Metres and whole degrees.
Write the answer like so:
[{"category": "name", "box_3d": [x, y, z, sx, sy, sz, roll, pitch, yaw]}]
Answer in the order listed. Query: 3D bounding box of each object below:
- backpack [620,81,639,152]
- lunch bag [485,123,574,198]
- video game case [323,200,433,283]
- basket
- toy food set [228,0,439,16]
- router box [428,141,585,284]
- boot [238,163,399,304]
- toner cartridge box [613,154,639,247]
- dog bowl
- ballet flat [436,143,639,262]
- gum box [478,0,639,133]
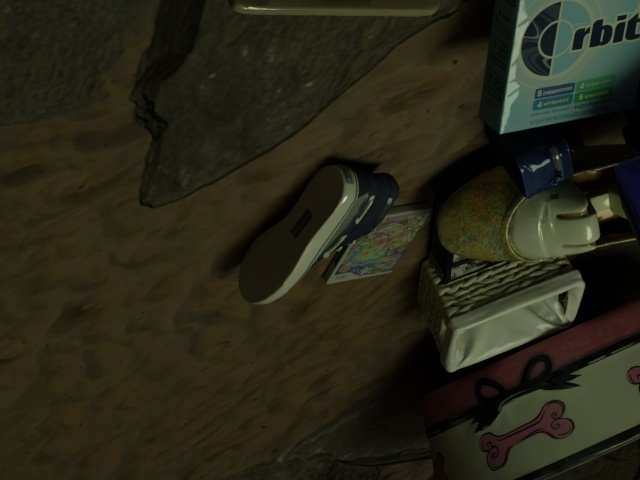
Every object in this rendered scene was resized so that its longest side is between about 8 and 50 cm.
[{"category": "backpack", "box_3d": [0.373, -0.182, 1.904, 0.144, 0.166, 0.188, -6, 151, -40]}, {"category": "lunch bag", "box_3d": [0.216, -0.095, 1.996, 0.065, 0.098, 0.067, -27, 146, -5]}, {"category": "video game case", "box_3d": [0.061, 0.003, 2.132, 0.087, 0.011, 0.122, -10, 150, -31]}, {"category": "basket", "box_3d": [0.201, 0.060, 2.260, 0.167, 0.103, 0.113, -20, 153, -12]}, {"category": "toy food set", "box_3d": [0.079, -0.288, 1.526, 0.219, 0.092, 0.306, -4, 147, -38]}, {"category": "router box", "box_3d": [0.210, -0.029, 2.170, 0.179, 0.046, 0.133, -20, 153, -12]}, {"category": "boot", "box_3d": [0.000, 0.000, 2.003, 0.086, 0.069, 0.190, 6, 137, -44]}, {"category": "toner cartridge box", "box_3d": [0.452, -0.089, 1.862, 0.348, 0.075, 0.165, -23, 166, 5]}, {"category": "dog bowl", "box_3d": [0.305, 0.192, 2.432, 0.408, 0.150, 0.408, -23, 174, -3]}, {"category": "ballet flat", "box_3d": [0.297, -0.039, 2.050, 0.348, 0.123, 0.123, -13, 152, -8]}, {"category": "gum box", "box_3d": [0.230, -0.197, 1.809, 0.157, 0.041, 0.184, -12, 125, -27]}]
